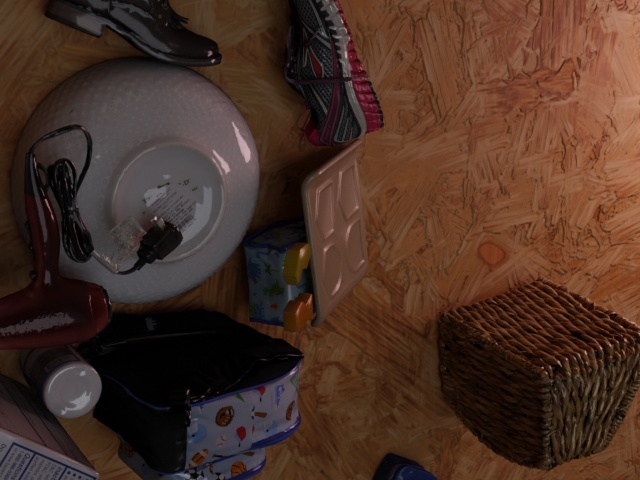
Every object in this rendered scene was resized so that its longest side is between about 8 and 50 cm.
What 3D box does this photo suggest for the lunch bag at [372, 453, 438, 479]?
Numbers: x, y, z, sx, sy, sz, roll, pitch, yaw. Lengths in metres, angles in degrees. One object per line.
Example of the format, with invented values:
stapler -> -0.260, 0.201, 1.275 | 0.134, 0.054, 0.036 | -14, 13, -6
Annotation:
lunch bag -> 0.145, 0.401, 2.015 | 0.098, 0.065, 0.067 | 23, 93, -33

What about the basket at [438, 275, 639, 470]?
basket -> 0.357, 0.219, 1.938 | 0.223, 0.299, 0.213 | -16, 114, -25

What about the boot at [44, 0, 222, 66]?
boot -> -0.211, -0.354, 1.547 | 0.263, 0.091, 0.229 | 16, 98, -31

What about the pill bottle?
pill bottle -> -0.347, 0.176, 1.612 | 0.078, 0.137, 0.078 | -9, 109, -27

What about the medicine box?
medicine box -> -0.459, 0.243, 1.494 | 0.289, 0.263, 0.149 | 33, 88, -33

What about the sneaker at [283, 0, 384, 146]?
sneaker -> -0.009, -0.265, 1.682 | 0.112, 0.121, 0.299 | -23, 112, 1

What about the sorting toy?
sorting toy -> 0.000, 0.000, 1.715 | 0.307, 0.041, 0.229 | -42, 133, -62

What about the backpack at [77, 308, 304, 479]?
backpack -> -0.157, 0.220, 1.675 | 0.263, 0.276, 0.213 | -18, 119, -31

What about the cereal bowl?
cereal bowl -> -0.224, -0.068, 1.605 | 0.339, 0.141, 0.339 | -9, 109, -28

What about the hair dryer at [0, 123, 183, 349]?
hair dryer -> -0.332, 0.025, 1.473 | 0.223, 0.080, 0.293 | 45, 76, -24

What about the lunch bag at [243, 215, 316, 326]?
lunch bag -> -0.041, 0.040, 1.775 | 0.151, 0.096, 0.128 | -31, 124, -52
